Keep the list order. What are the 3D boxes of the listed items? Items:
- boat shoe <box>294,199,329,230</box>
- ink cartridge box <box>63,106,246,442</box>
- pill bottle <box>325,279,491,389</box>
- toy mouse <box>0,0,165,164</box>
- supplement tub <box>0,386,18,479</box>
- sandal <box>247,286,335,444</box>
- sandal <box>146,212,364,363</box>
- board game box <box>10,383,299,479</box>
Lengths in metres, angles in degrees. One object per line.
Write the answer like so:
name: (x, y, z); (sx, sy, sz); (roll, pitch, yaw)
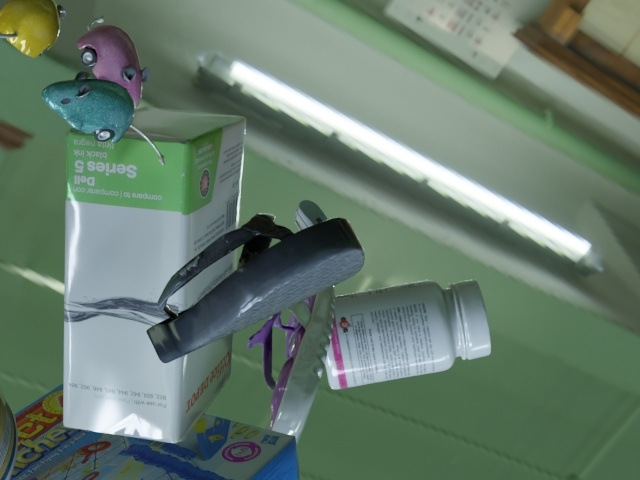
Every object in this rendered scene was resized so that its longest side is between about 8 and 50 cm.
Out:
boat shoe: (0.000, 0.000, 1.304); (0.035, 0.035, 0.100); (-16, -123, -36)
ink cartridge box: (-0.152, 0.024, 1.059); (0.114, 0.273, 0.198); (6, -167, 9)
pill bottle: (0.142, 0.157, 1.963); (0.283, 0.160, 0.160); (-10, -155, 1)
toy mouse: (-0.144, -0.110, 0.745); (0.143, 0.031, 0.161); (47, -157, -9)
supplement tub: (-0.297, 0.115, 0.788); (0.144, 0.200, 0.144); (2, -122, -3)
sandal: (-0.048, 0.144, 1.605); (0.102, 0.169, 0.416); (20, -166, -4)
sandal: (-0.057, 0.027, 0.655); (0.097, 0.254, 0.054); (-24, -93, -26)
board game box: (-0.225, 0.264, 1.096); (0.302, 0.086, 0.308); (9, -156, 28)
